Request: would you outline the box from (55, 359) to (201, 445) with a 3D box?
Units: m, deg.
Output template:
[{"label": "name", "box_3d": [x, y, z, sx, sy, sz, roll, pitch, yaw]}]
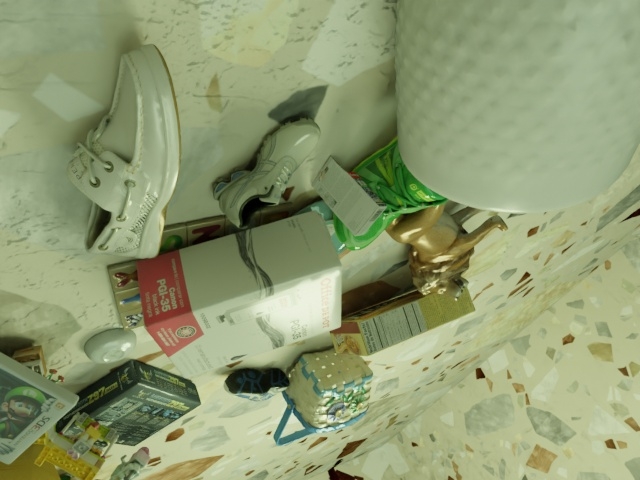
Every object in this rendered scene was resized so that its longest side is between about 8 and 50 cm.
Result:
[{"label": "box", "box_3d": [-0.387, 0.344, 0.909, 0.183, 0.059, 0.232, -32, 146, 1]}]

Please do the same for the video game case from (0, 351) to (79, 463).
[{"label": "video game case", "box_3d": [-0.483, 0.231, 0.629, 0.173, 0.022, 0.190, -41, 113, 13]}]

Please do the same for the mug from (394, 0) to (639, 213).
[{"label": "mug", "box_3d": [0.239, -0.270, 0.460, 0.374, 0.276, 0.328, -51, 148, -28]}]

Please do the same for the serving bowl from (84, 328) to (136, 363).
[{"label": "serving bowl", "box_3d": [-0.358, 0.187, 0.754, 0.083, 0.027, 0.083, -22, 146, -16]}]

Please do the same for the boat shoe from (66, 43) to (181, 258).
[{"label": "boat shoe", "box_3d": [-0.214, -0.071, 0.466, 0.096, 0.098, 0.277, -8, 142, -33]}]

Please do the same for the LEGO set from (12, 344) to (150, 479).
[{"label": "LEGO set", "box_3d": [-0.411, 0.289, 0.732, 0.132, 0.107, 0.287, -30, 104, 11]}]

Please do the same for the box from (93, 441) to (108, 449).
[{"label": "box", "box_3d": [-0.538, 0.471, 0.991, 0.083, 0.018, 0.067, -27, 147, -7]}]

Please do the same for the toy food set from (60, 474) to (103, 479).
[{"label": "toy food set", "box_3d": [-0.583, 0.603, 1.066, 0.218, 0.071, 0.128, -37, 111, 26]}]

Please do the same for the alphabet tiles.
[{"label": "alphabet tiles", "box_3d": [-0.169, 0.059, 0.755, 0.342, 0.011, 0.285, -14, 143, -26]}]

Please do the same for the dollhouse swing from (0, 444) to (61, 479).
[{"label": "dollhouse swing", "box_3d": [-0.634, 0.539, 0.717, 0.347, 0.305, 0.315, -37, 147, 19]}]

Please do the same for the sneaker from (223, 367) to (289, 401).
[{"label": "sneaker", "box_3d": [-0.167, 0.378, 1.114, 0.081, 0.080, 0.211, -46, 143, 15]}]

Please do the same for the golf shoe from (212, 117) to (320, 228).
[{"label": "golf shoe", "box_3d": [-0.059, -0.084, 0.588, 0.176, 0.086, 0.069, -41, 144, 11]}]

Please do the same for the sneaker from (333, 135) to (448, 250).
[{"label": "sneaker", "box_3d": [0.125, -0.091, 0.669, 0.109, 0.123, 0.295, 32, 114, -24]}]

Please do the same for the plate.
[{"label": "plate", "box_3d": [0.000, 0.000, 0.783, 0.188, 0.024, 0.188, -21, 146, -15]}]

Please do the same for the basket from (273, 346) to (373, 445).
[{"label": "basket", "box_3d": [0.006, 0.451, 1.238, 0.255, 0.201, 0.289, -6, 130, -35]}]

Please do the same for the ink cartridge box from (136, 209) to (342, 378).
[{"label": "ink cartridge box", "box_3d": [-0.112, 0.089, 0.699, 0.283, 0.117, 0.207, -16, 144, -10]}]

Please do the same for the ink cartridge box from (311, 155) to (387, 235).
[{"label": "ink cartridge box", "box_3d": [0.041, -0.069, 0.669, 0.029, 0.115, 0.063, -8, 142, -52]}]

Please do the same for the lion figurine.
[{"label": "lion figurine", "box_3d": [0.222, -0.022, 0.884, 0.240, 0.142, 0.392, -37, 134, 21]}]

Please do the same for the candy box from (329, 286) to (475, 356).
[{"label": "candy box", "box_3d": [0.197, 0.191, 1.091, 0.316, 0.087, 0.183, -17, 175, -23]}]
